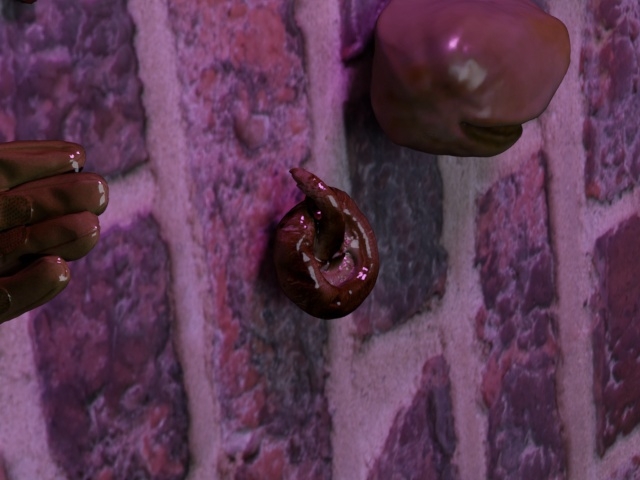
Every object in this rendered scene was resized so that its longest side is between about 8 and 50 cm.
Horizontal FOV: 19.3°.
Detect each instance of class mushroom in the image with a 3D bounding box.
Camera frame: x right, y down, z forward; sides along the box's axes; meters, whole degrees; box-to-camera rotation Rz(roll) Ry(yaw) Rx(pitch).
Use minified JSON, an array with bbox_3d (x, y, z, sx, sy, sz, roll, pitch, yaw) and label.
[{"bbox_3d":[-0.002,0.000,1.953,0.135,0.080,0.170,-49,134,-46],"label":"mushroom"}]

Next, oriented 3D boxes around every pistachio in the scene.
[{"bbox_3d":[0.152,-0.185,2.029,0.166,0.197,0.288,-45,168,32],"label":"pistachio"}]

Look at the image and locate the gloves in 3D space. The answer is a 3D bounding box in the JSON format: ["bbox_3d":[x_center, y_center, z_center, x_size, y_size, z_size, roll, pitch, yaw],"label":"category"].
[{"bbox_3d":[-0.323,0.023,1.541,0.331,0.141,0.154,-39,103,-23],"label":"gloves"}]

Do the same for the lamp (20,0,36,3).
[{"bbox_3d":[-0.244,-0.245,1.637,0.063,0.031,0.083,25,85,-48],"label":"lamp"}]
